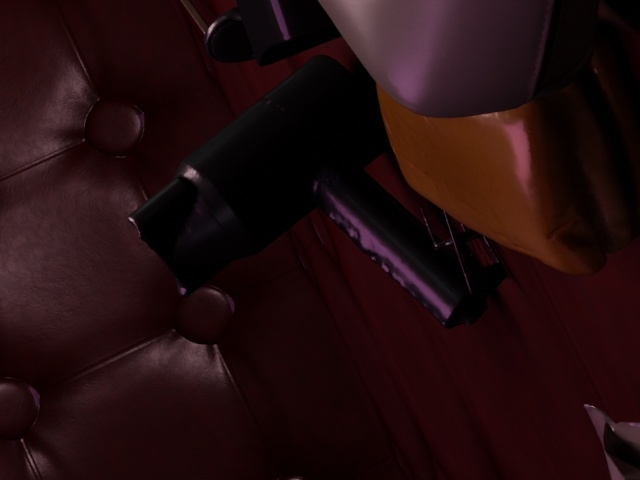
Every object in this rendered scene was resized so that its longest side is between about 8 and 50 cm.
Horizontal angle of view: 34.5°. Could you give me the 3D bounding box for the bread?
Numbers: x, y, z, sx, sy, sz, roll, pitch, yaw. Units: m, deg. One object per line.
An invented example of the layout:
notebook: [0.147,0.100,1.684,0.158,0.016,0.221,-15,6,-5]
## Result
bread: [0.091,-0.061,0.553,0.116,0.077,0.200,63,169,-25]

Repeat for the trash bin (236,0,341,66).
trash bin: [-0.022,-0.244,0.666,0.165,0.115,0.226,-154,42,-81]

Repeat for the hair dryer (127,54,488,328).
hair dryer: [0.000,0.000,0.913,0.302,0.244,0.116,43,169,30]

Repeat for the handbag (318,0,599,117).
handbag: [0.032,-0.214,0.378,0.315,0.109,0.241,78,165,-50]

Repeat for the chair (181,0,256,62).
chair: [-0.130,-0.306,1.290,0.222,0.095,0.104,60,-176,28]

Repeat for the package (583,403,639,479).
package: [0.237,0.218,0.561,0.204,0.062,0.251,66,169,-20]

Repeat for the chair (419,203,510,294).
chair: [0.112,0.003,0.810,0.086,0.037,0.042,68,162,9]
